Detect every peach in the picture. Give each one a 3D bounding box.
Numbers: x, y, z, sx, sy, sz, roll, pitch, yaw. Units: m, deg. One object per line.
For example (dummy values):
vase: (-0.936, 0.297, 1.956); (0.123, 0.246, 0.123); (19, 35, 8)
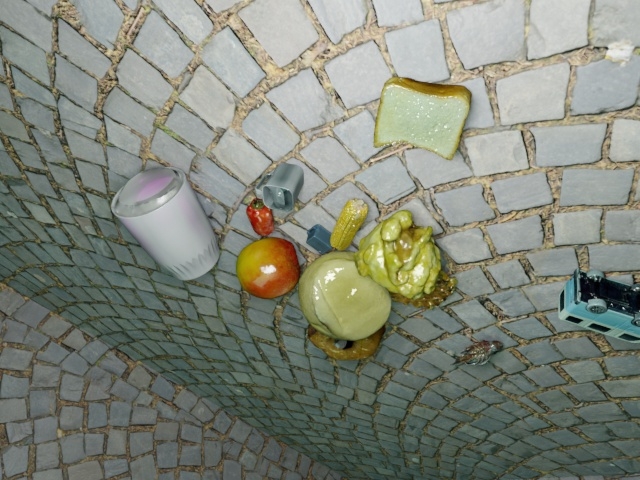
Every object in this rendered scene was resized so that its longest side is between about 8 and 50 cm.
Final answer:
peach: (-0.180, 0.096, 1.564); (0.231, 0.230, 0.230); (12, 138, 11)

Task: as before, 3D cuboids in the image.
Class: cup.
cup: (-0.513, -0.050, 1.529); (0.254, 0.253, 0.371); (1, 136, 22)
cup: (-0.125, -0.163, 1.337); (0.128, 0.129, 0.095); (11, 137, 12)

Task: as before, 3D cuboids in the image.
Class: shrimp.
shrimp: (0.598, 0.444, 1.710); (0.079, 0.090, 0.233); (13, 140, -44)

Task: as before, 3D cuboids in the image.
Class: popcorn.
popcorn: (0.250, 0.053, 1.342); (0.250, 0.234, 0.242); (39, 160, -6)

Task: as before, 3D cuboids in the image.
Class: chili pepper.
chili pepper: (-0.205, -0.096, 1.479); (0.086, 0.084, 0.192); (-5, 139, 5)

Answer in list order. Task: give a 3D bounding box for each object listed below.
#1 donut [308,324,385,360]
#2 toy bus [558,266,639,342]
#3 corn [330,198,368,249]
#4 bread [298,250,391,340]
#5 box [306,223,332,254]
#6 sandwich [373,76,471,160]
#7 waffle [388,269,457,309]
donut: (0.103, 0.363, 1.790); (0.300, 0.150, 0.317); (22, 139, 4)
toy bus: (0.865, 0.205, 1.317); (0.272, 0.133, 0.164); (18, 144, 8)
corn: (0.088, -0.050, 1.408); (0.080, 0.080, 0.238); (24, 142, -3)
bread: (0.077, 0.192, 1.534); (0.321, 0.237, 0.320); (-5, 107, -16)
box: (0.000, 0.000, 1.515); (0.099, 0.054, 0.074); (36, 138, -17)
sandwich: (0.246, -0.299, 1.087); (0.215, 0.065, 0.186); (14, 138, 7)
waffle: (0.336, 0.156, 1.549); (0.244, 0.058, 0.237); (19, 142, 6)
